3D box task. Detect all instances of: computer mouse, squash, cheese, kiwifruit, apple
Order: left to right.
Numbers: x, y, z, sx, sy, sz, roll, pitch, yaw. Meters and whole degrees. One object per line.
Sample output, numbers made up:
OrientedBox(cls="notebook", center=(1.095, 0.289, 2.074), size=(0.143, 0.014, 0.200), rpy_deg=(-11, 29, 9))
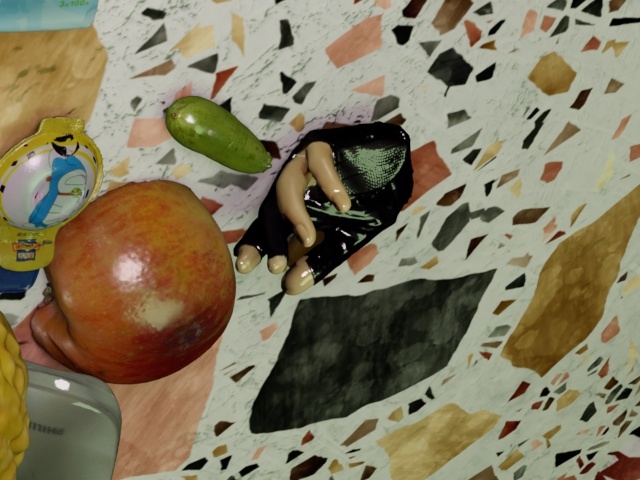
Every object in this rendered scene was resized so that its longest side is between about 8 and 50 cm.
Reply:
OrientedBox(cls="cheese", center=(-0.334, -0.037, 1.854), size=(0.156, 0.064, 0.250), rpy_deg=(-2, 128, -40))
OrientedBox(cls="computer mouse", center=(-0.367, 0.276, 2.080), size=(0.331, 0.197, 0.095), rpy_deg=(102, 4, -46))
OrientedBox(cls="apple", center=(-0.224, 0.083, 2.008), size=(0.251, 0.163, 0.293), rpy_deg=(-22, 140, -26))
OrientedBox(cls="squash", center=(-0.122, -0.126, 1.953), size=(0.066, 0.066, 0.201), rpy_deg=(-47, 145, 10))
OrientedBox(cls="kiwifruit", center=(0.000, 0.000, 2.206), size=(0.124, 0.075, 0.075), rpy_deg=(-48, 145, 19))

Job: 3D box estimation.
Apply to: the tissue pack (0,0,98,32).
OrientedBox(cls="tissue pack", center=(-0.335, -0.287, 1.553), size=(0.263, 0.089, 0.177), rpy_deg=(-10, 133, -38))

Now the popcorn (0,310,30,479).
OrientedBox(cls="popcorn", center=(-0.489, 0.208, 1.740), size=(0.344, 0.354, 0.390), rpy_deg=(21, 117, -31))

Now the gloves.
OrientedBox(cls="gloves", center=(0.000, -0.037, 2.081), size=(0.301, 0.152, 0.197), rpy_deg=(-43, 138, -42))
